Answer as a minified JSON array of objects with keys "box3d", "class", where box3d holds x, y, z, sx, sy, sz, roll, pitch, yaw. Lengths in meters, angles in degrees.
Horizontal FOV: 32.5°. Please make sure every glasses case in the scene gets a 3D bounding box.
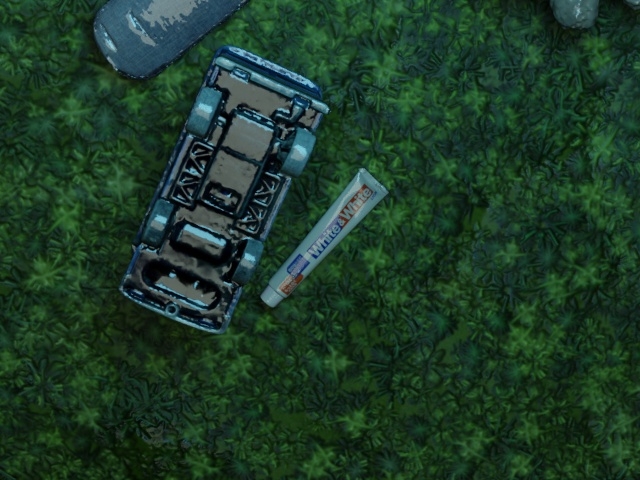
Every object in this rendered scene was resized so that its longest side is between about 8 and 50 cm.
[{"box3d":[-0.152,-0.307,1.333,0.282,0.067,0.109,-37,101,5],"class":"glasses case"}]

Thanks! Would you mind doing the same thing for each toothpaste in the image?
[{"box3d":[0.000,0.000,1.441,0.052,0.033,0.218,40,95,-16],"class":"toothpaste"}]

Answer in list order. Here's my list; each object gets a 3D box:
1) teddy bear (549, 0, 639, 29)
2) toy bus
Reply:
[{"box3d":[0.307,-0.368,1.298,0.267,0.151,0.236,4,98,1],"class":"teddy bear"},{"box3d":[-0.118,-0.065,1.333,0.152,0.190,0.312,23,102,-9],"class":"toy bus"}]
